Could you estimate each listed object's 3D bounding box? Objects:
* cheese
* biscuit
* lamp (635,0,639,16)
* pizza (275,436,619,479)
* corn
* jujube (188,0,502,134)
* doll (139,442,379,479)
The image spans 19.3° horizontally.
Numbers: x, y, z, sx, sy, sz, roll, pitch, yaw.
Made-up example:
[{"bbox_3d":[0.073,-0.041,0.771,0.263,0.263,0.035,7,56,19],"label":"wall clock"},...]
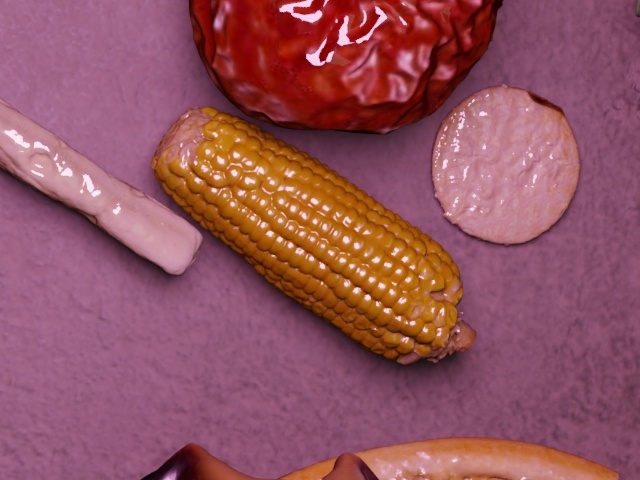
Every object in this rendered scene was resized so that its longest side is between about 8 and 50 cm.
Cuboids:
[{"bbox_3d":[-0.165,-0.039,1.279,0.194,0.065,0.043,35,92,-16],"label":"cheese"},{"bbox_3d":[0.136,-0.055,1.385,0.120,0.015,0.120,-1,96,-15],"label":"biscuit"},{"bbox_3d":[0.360,-0.199,1.301,0.250,0.250,0.284,13,121,-16],"label":"lamp"},{"bbox_3d":[0.074,0.256,1.361,0.323,0.089,0.223,-5,93,-14],"label":"pizza"},{"bbox_3d":[0.000,0.000,1.314,0.262,0.097,0.097,35,85,-11],"label":"corn"},{"bbox_3d":[0.022,-0.186,1.254,0.213,0.213,0.232,7,94,-16],"label":"jujube"},{"bbox_3d":[0.004,0.306,1.224,0.318,0.209,0.340,4,100,17],"label":"doll"}]
